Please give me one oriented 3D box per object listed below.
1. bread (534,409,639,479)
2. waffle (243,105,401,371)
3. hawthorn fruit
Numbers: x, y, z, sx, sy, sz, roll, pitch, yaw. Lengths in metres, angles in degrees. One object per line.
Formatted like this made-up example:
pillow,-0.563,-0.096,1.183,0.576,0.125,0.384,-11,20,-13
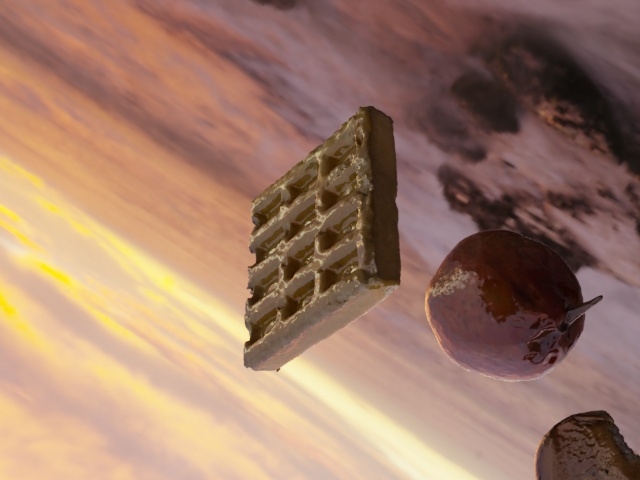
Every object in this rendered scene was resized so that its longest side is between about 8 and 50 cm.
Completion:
bread,0.253,0.232,0.954,0.044,0.126,0.129,16,-149,-31
waffle,0.000,0.000,1.107,0.055,0.247,0.221,27,136,-30
hawthorn fruit,0.268,0.088,1.358,0.210,0.210,0.262,35,165,-21
